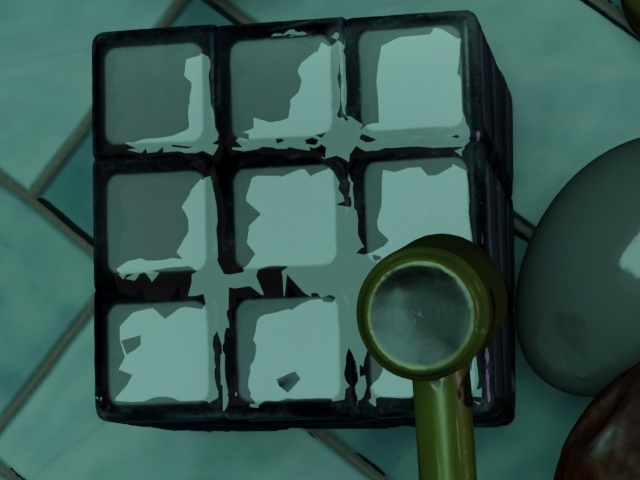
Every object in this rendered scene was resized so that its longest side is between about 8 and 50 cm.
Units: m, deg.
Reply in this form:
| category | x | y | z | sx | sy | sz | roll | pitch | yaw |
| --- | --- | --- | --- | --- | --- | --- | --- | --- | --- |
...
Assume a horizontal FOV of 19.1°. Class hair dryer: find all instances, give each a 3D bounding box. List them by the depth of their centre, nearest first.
| category | x | y | z | sx | sy | sz | roll | pitch | yaw |
| --- | --- | --- | --- | --- | --- | --- | --- | --- | --- |
| hair dryer | 0.083 | 0.138 | 1.274 | 0.090 | 0.135 | 0.279 | -4 | 93 | 9 |

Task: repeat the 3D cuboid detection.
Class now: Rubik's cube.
| category | x | y | z | sx | sy | sz | roll | pitch | yaw |
| --- | --- | --- | --- | --- | --- | --- | --- | --- | --- |
| Rubik's cube | 0.000 | 0.000 | 1.514 | 0.301 | 0.305 | 0.304 | -2 | 84 | 9 |

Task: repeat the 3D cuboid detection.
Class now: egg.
| category | x | y | z | sx | sy | sz | roll | pitch | yaw |
| --- | --- | --- | --- | --- | --- | --- | --- | --- | --- |
| egg | 0.253 | 0.023 | 1.527 | 0.232 | 0.176 | 0.176 | -46 | 78 | 5 |

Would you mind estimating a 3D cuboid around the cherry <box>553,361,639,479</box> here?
| category | x | y | z | sx | sy | sz | roll | pitch | yaw |
| --- | --- | --- | --- | --- | --- | --- | --- | --- | --- |
| cherry | 0.342 | 0.232 | 1.412 | 0.335 | 0.291 | 0.326 | 3 | 72 | -26 |

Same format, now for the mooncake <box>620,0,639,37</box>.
| category | x | y | z | sx | sy | sz | roll | pitch | yaw |
| --- | --- | --- | --- | --- | --- | --- | --- | --- | --- |
| mooncake | 0.354 | -0.244 | 1.577 | 0.234 | 0.117 | 0.235 | -1 | 84 | 7 |
